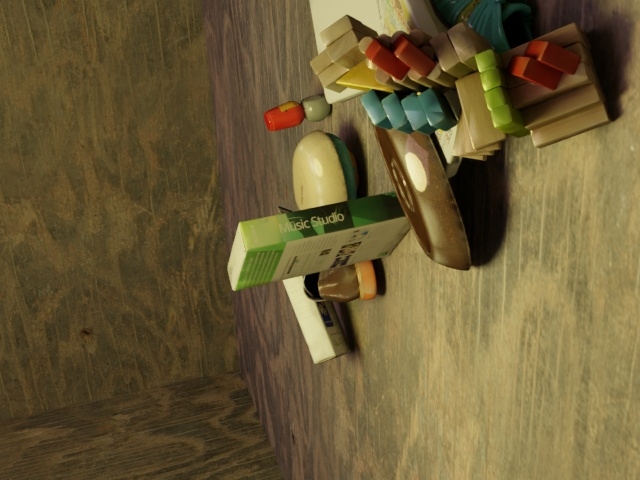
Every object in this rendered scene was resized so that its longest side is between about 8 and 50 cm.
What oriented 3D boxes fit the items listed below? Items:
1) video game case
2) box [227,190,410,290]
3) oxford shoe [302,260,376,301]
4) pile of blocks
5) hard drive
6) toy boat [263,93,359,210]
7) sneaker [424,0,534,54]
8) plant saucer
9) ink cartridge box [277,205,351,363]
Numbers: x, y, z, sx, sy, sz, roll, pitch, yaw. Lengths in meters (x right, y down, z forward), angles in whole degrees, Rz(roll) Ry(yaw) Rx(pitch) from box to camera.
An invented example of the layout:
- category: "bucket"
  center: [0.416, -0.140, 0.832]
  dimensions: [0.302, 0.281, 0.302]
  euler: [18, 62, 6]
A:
- category: "video game case"
  center: [0.137, -0.214, 1.104]
  dimensions: [0.206, 0.026, 0.227]
  euler: [86, 164, -75]
- category: "box"
  center: [0.000, 0.000, 1.508]
  dimensions: [0.232, 0.322, 0.058]
  euler: [119, 136, -66]
- category: "oxford shoe"
  center: [0.017, 0.066, 1.840]
  dimensions: [0.363, 0.132, 0.130]
  euler: [-173, 73, -80]
- category: "pile of blocks"
  center: [0.131, -0.173, 0.934]
  dimensions: [0.362, 0.112, 0.149]
  euler: [9, 93, 31]
- category: "hard drive"
  center: [0.082, -0.360, 1.390]
  dimensions: [0.318, 0.040, 0.210]
  euler: [-4, 96, 63]
- category: "toy boat"
  center: [0.001, -0.181, 1.785]
  dimensions: [0.267, 0.148, 0.318]
  euler: [97, 151, -61]
- category: "sneaker"
  center: [0.212, -0.268, 1.033]
  dimensions: [0.110, 0.107, 0.275]
  euler: [-53, 51, 44]
- category: "plant saucer"
  center: [0.142, -0.091, 1.261]
  dimensions: [0.310, 0.050, 0.311]
  euler: [-21, -90, -90]
- category: "ink cartridge box"
  center: [-0.033, 0.105, 1.980]
  dimensions: [0.176, 0.069, 0.371]
  euler: [16, -127, -75]
